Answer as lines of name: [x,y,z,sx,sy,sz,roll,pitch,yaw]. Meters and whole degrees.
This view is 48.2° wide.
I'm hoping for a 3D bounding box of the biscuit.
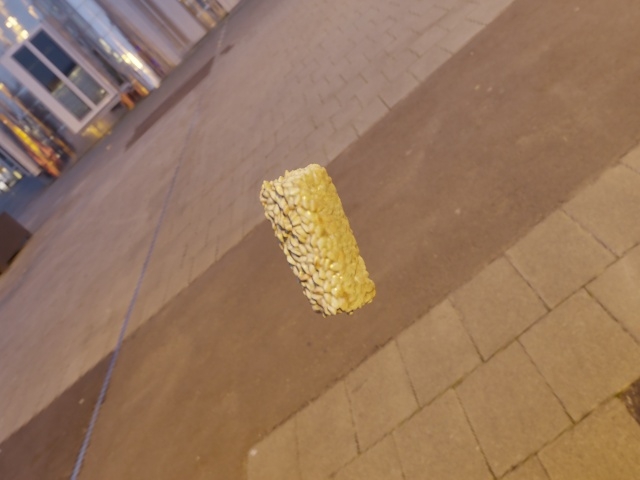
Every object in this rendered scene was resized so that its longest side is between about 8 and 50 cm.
biscuit: [0.000,0.000,0.770,0.070,0.168,0.082,-18,8,44]
